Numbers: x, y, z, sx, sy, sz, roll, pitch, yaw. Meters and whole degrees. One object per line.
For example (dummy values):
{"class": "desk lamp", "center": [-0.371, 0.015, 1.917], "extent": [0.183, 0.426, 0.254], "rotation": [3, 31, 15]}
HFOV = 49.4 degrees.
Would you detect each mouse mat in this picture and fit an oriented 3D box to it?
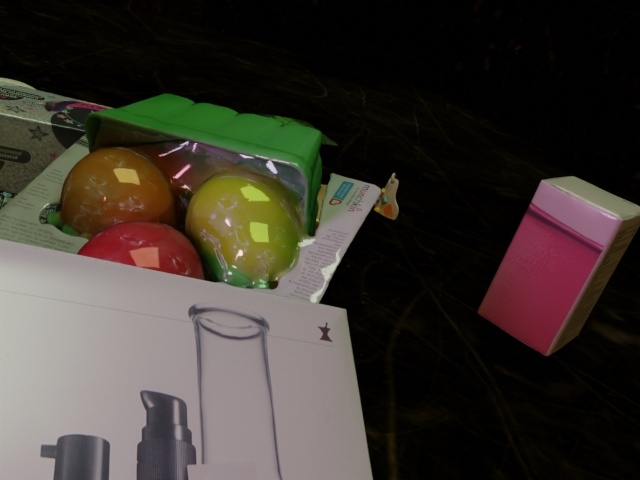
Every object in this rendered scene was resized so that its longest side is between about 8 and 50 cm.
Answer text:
{"class": "mouse mat", "center": [-0.055, -0.283, 1.773], "extent": [0.153, 0.007, 0.190], "rotation": [3, 26, -36]}

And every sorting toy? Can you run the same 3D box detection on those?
{"class": "sorting toy", "center": [0.137, -0.093, 1.380], "extent": [0.045, 0.075, 0.083], "rotation": [17, 21, -7]}

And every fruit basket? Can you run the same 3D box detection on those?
{"class": "fruit basket", "center": [-0.147, 0.013, 0.641], "extent": [0.327, 0.165, 0.353], "rotation": [15, 48, 14]}

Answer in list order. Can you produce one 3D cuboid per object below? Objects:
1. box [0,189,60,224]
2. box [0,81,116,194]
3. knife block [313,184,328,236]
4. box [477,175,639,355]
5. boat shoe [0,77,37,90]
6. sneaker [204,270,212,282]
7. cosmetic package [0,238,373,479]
{"class": "box", "center": [-0.365, 0.005, 0.693], "extent": [0.184, 0.045, 0.190], "rotation": [7, 31, -19]}
{"class": "box", "center": [-0.326, -0.087, 0.849], "extent": [0.248, 0.163, 0.142], "rotation": [10, 22, -22]}
{"class": "knife block", "center": [0.000, 0.000, 1.022], "extent": [0.276, 0.088, 0.242], "rotation": [3, 27, -36]}
{"class": "box", "center": [0.361, 0.033, 1.046], "extent": [0.127, 0.232, 0.149], "rotation": [33, 25, 30]}
{"class": "boat shoe", "center": [-0.420, -0.165, 1.062], "extent": [0.305, 0.091, 0.109], "rotation": [13, 59, -11]}
{"class": "sneaker", "center": [-0.132, 0.029, 0.809], "extent": [0.276, 0.109, 0.107], "rotation": [10, 23, -21]}
{"class": "cosmetic package", "center": [-0.142, 0.143, 0.322], "extent": [0.378, 0.097, 0.284], "rotation": [14, 49, -31]}
